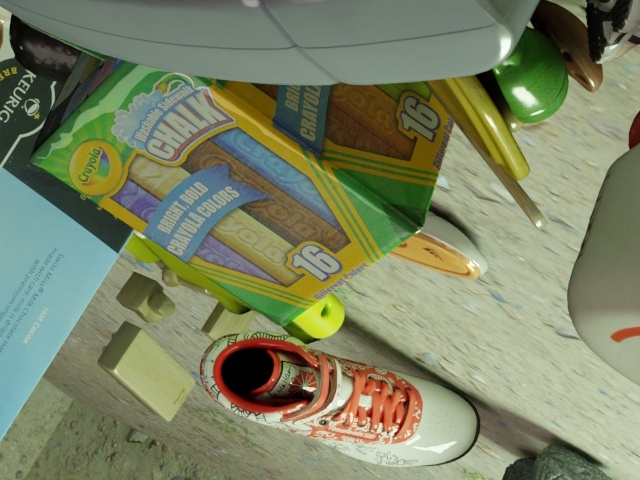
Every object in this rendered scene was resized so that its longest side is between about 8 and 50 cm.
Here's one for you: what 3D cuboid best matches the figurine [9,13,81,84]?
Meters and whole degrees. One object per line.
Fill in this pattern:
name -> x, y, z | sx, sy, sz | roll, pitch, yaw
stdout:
figurine -> -0.065, -0.086, 1.127 | 0.209, 0.092, 0.215 | 23, 166, 17

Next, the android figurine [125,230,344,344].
android figurine -> -0.095, 0.009, 1.589 | 0.248, 0.056, 0.273 | 23, 166, 31

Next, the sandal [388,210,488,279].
sandal -> -0.004, -0.005, 1.289 | 0.265, 0.076, 0.102 | 20, 162, 39

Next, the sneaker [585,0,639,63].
sneaker -> 0.135, -0.097, 0.740 | 0.044, 0.040, 0.109 | -7, -179, -3

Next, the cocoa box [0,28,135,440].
cocoa box -> -0.320, -0.001, 1.404 | 0.228, 0.347, 0.231 | 39, 166, -30

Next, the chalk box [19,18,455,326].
chalk box -> -0.051, -0.081, 0.917 | 0.213, 0.132, 0.132 | 35, 139, -19

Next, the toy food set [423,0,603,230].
toy food set -> 0.074, -0.098, 0.799 | 0.128, 0.071, 0.218 | 54, -177, 22

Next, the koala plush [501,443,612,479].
koala plush -> 0.270, 0.327, 1.704 | 0.221, 0.203, 0.196 | 20, 167, -3

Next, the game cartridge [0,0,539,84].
game cartridge -> -0.026, -0.149, 0.565 | 0.294, 0.196, 0.060 | 19, 162, 42

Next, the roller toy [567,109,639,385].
roller toy -> 0.199, 0.010, 0.708 | 0.191, 0.146, 0.209 | 33, 163, -38

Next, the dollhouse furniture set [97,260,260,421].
dollhouse furniture set -> -0.174, 0.080, 1.806 | 0.123, 0.151, 0.144 | 21, 161, 37

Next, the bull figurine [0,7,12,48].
bull figurine -> -0.310, -0.221, 1.128 | 0.310, 0.101, 0.188 | 23, 163, 27

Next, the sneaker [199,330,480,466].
sneaker -> 0.020, 0.148, 1.632 | 0.270, 0.090, 0.145 | 16, 174, -1
